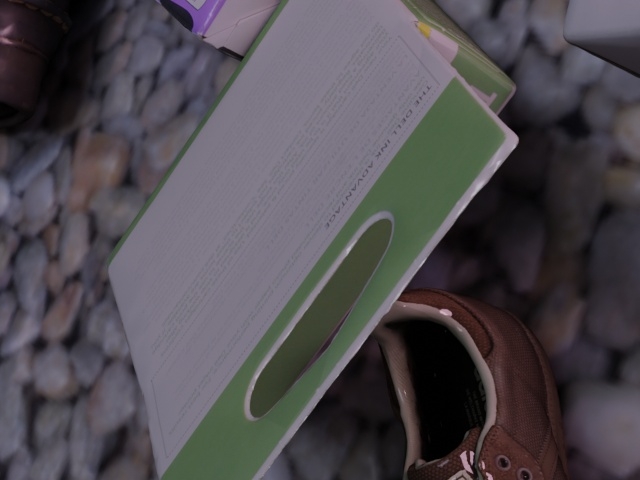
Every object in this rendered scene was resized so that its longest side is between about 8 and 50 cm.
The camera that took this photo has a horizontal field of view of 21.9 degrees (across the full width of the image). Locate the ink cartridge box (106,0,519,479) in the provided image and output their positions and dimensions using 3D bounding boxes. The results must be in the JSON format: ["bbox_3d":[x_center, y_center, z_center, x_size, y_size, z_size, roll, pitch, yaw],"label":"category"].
[{"bbox_3d":[0.000,0.000,0.578,0.171,0.056,0.235,-54,26,13],"label":"ink cartridge box"}]

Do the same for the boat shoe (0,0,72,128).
[{"bbox_3d":[-0.271,-0.088,0.862,0.355,0.132,0.130,-13,66,40],"label":"boat shoe"}]

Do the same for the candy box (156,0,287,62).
[{"bbox_3d":[-0.036,-0.186,0.724,0.196,0.070,0.165,43,105,42],"label":"candy box"}]

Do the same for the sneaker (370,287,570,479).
[{"bbox_3d":[0.056,0.099,0.534,0.066,0.071,0.188,-38,52,26],"label":"sneaker"}]

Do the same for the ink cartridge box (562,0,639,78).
[{"bbox_3d":[0.224,-0.139,0.427,0.371,0.069,0.175,1,74,57],"label":"ink cartridge box"}]
